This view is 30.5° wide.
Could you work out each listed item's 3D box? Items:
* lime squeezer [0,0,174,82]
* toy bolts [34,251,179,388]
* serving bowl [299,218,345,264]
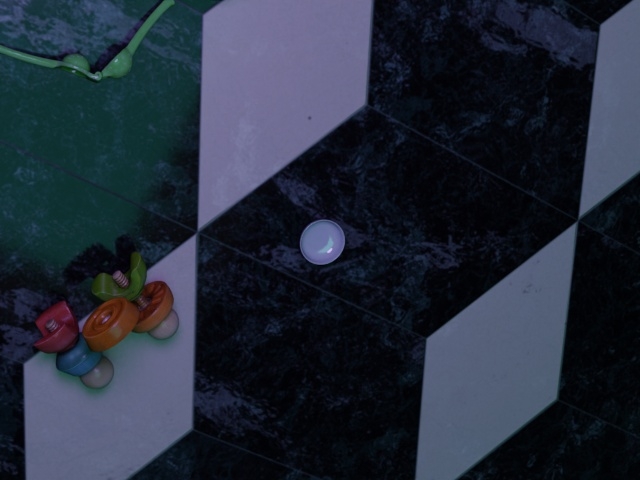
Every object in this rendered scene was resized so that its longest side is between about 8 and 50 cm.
[{"bbox_3d":[-0.370,-0.304,1.876,0.310,0.059,0.110,-16,110,-12],"label":"lime squeezer"},{"bbox_3d":[-0.348,0.169,1.958,0.228,0.218,0.158,-30,120,12],"label":"toy bolts"},{"bbox_3d":[0.000,0.000,2.100,0.083,0.027,0.083,-5,107,-17],"label":"serving bowl"}]
